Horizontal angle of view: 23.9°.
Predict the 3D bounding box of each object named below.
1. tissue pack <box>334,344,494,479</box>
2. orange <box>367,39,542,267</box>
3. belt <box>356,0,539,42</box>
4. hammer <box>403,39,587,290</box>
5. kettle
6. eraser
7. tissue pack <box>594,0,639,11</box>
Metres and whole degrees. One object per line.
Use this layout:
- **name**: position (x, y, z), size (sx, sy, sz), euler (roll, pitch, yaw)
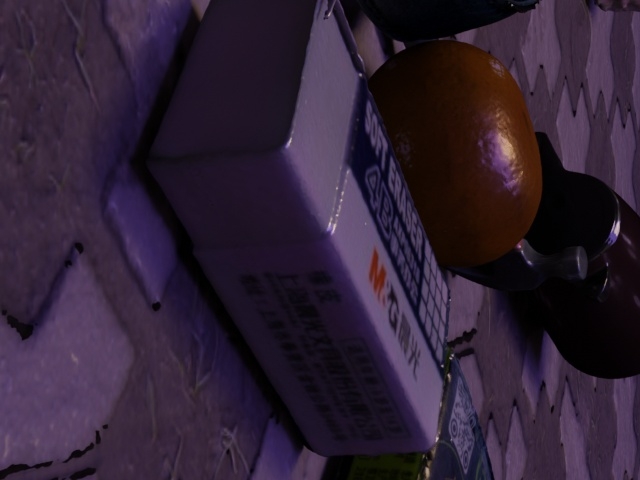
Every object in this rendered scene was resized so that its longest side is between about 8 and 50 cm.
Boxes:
- **tissue pack**: position (0.058, 0.207, 1.017), size (0.235, 0.073, 0.173), euler (-69, 150, -42)
- **orange**: position (0.083, -0.058, 1.023), size (0.156, 0.124, 0.156), euler (-19, 90, -74)
- **belt**: position (0.073, -0.257, 0.999), size (0.206, 0.116, 0.268), euler (50, 39, -39)
- **hammer**: position (0.112, -0.072, 1.149), size (0.033, 0.111, 0.288), euler (-70, 143, -48)
- **kettle**: position (0.261, 0.006, 1.474), size (0.232, 0.144, 0.202), euler (51, 24, -54)
- **eraser**: position (0.000, 0.000, 0.854), size (0.287, 0.086, 0.130), euler (65, 30, -47)
- **tissue pack**: position (0.373, -0.482, 1.785), size (0.259, 0.122, 0.361), euler (65, 30, -53)
